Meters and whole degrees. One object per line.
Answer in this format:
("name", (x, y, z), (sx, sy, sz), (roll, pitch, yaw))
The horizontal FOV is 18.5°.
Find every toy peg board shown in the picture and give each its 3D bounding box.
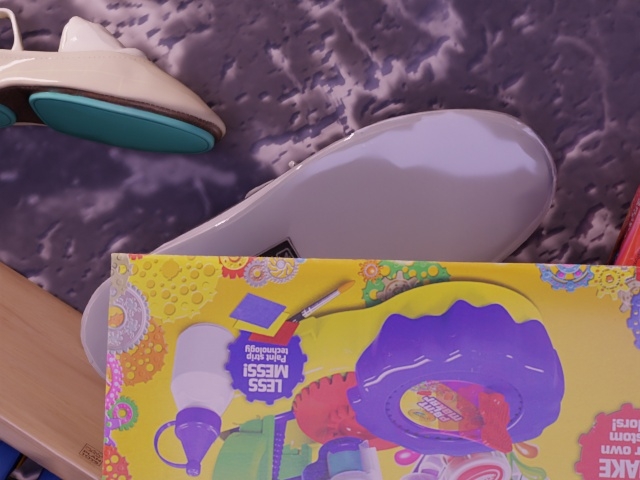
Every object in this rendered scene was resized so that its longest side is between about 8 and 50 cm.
("toy peg board", (-0.189, 0.102, 1.213), (0.161, 0.160, 0.079), (32, 112, 2))

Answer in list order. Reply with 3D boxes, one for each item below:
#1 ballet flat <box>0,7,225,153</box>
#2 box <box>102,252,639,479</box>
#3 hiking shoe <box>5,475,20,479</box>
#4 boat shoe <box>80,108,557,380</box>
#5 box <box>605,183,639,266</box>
("ballet flat", (-0.179, -0.106, 1.232), (0.248, 0.086, 0.086), (4, 95, 5))
("box", (0.065, 0.103, 1.001), (0.290, 0.279, 0.177), (1, 87, 10))
("hiking shoe", (-0.184, 0.244, 1.239), (0.304, 0.113, 0.132), (33, 96, 1))
("boat shoe", (0.002, 0.004, 1.210), (0.306, 0.105, 0.113), (-30, 96, 13))
("box", (0.214, 0.088, 1.188), (0.128, 0.122, 0.257), (22, 96, 4))
